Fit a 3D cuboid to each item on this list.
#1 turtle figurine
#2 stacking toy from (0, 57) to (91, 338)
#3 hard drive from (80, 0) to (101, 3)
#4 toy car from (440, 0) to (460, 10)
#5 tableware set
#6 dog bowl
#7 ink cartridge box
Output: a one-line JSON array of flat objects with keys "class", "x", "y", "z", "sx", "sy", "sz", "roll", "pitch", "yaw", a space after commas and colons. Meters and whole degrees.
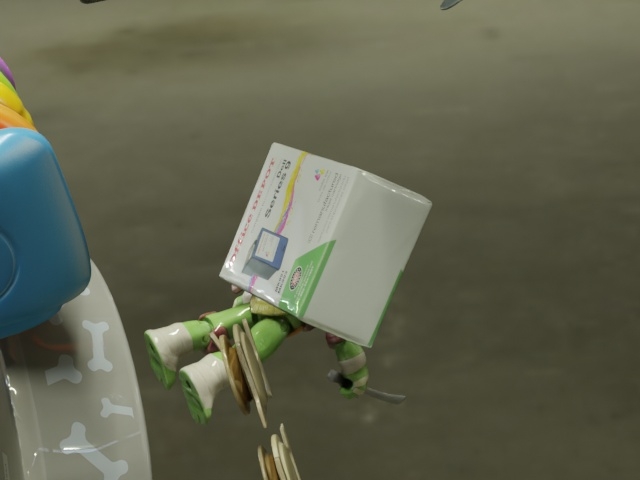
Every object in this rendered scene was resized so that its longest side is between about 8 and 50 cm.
[{"class": "turtle figurine", "x": -0.044, "y": 0.127, "z": 2.108, "sx": 0.266, "sy": 0.198, "sz": 0.274, "roll": -25, "pitch": -21, "yaw": -21}, {"class": "stacking toy", "x": -0.267, "y": -0.084, "z": 1.319, "sx": 0.175, "sy": 0.165, "sz": 0.302, "roll": -13, "pitch": 45, "yaw": -2}, {"class": "hard drive", "x": -0.138, "y": -0.208, "z": 1.394, "sx": 0.094, "sy": 0.022, "sz": 0.135, "roll": -12, "pitch": -4, "yaw": -5}, {"class": "toy car", "x": 0.121, "y": -0.258, "z": 1.473, "sx": 0.149, "sy": 0.155, "sz": 0.188, "roll": 30, "pitch": 34, "yaw": -19}, {"class": "tableware set", "x": -0.059, "y": 0.170, "z": 1.693, "sx": 0.039, "sy": 0.194, "sz": 0.128, "roll": -18, "pitch": 7, "yaw": 3}, {"class": "dog bowl", "x": -0.218, "y": 0.161, "z": 1.465, "sx": 0.102, "sy": 0.348, "sz": 0.349, "roll": -8, "pitch": 14, "yaw": -20}, {"class": "ink cartridge box", "x": 0.000, "y": 0.000, "z": 1.843, "sx": 0.093, "sy": 0.154, "sz": 0.212, "roll": 22, "pitch": 1, "yaw": -24}]
